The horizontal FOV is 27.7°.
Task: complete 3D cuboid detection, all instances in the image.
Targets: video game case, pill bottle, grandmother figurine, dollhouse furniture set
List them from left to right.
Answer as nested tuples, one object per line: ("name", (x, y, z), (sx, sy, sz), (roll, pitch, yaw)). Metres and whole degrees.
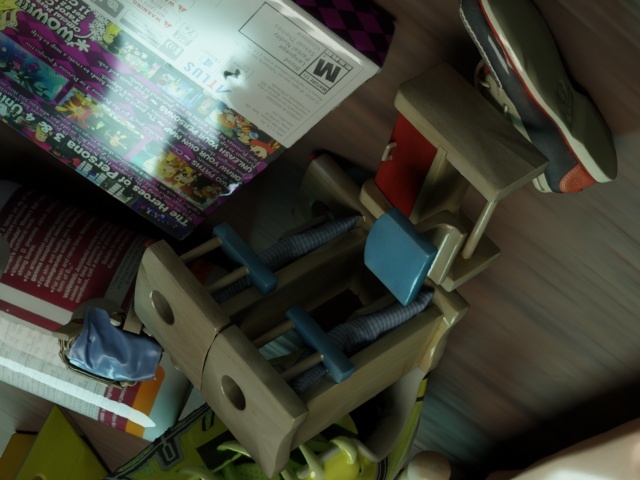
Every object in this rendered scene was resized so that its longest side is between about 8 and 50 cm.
("pill bottle", (-0.177, 0.034, 0.823), (0.221, 0.121, 0.121), (23, 142, -1))
("video game case", (-0.112, -0.116, 0.681), (0.232, 0.042, 0.210), (35, 140, -16))
("dollhouse furniture set", (0.000, 0.000, 0.662), (0.129, 0.129, 0.183), (47, 146, 20))
("grandmother figurine", (0.134, 0.190, 0.879), (0.208, 0.104, 0.342), (31, 140, -21))

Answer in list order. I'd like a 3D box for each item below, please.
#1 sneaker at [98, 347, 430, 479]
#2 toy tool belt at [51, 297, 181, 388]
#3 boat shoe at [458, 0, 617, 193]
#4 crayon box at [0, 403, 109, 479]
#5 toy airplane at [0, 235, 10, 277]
("sneaker", (-0.060, 0.149, 0.735), (0.145, 0.385, 0.147), (37, 122, 8))
("toy tool belt", (-0.108, 0.061, 0.738), (0.083, 0.052, 0.051), (14, -179, -2))
("boat shoe", (0.099, -0.072, 0.634), (0.043, 0.049, 0.137), (-12, 136, 34))
("crayon box", (-0.225, 0.307, 1.105), (0.081, 0.202, 0.318), (1, 136, 24))
("toy airplane", (-0.341, -0.063, 0.677), (0.386, 0.272, 0.384), (-13, 128, 14))
